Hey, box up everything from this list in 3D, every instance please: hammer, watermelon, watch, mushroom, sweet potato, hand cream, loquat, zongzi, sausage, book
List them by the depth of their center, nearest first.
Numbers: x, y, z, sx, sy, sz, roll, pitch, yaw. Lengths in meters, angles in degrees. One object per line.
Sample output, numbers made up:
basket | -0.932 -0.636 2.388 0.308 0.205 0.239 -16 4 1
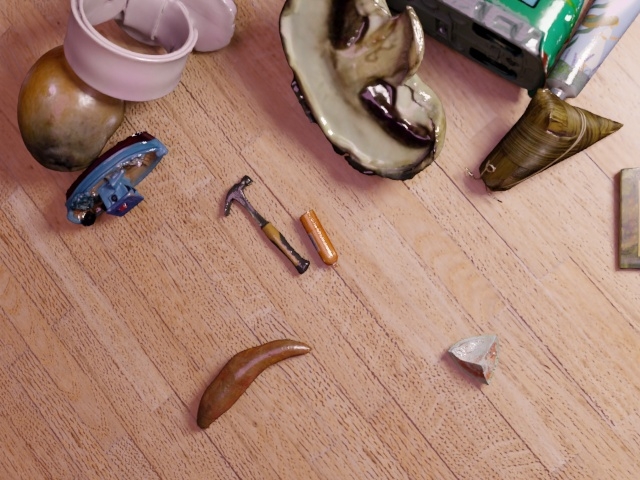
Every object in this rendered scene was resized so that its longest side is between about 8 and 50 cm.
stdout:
book | 0.579 -0.035 1.064 0.228 0.024 0.160 0 93 12
hand cream | 0.430 -0.322 1.088 0.088 0.055 0.256 34 91 6
mushroom | 0.079 -0.267 1.089 0.247 0.130 0.344 -30 103 40
zongzi | 0.359 -0.137 1.103 0.187 0.184 0.084 -52 43 41
watermelon | 0.248 0.190 1.121 0.085 0.061 0.085 0 92 4
watch | -0.282 -0.349 1.142 0.244 0.231 0.196 28 138 -8
sausage | 0.000 0.000 1.195 0.031 0.031 0.107 -30 85 12
sweet potato | -0.136 0.239 1.216 0.255 0.058 0.078 -39 98 8
hammer | -0.094 -0.018 1.221 0.078 0.021 0.201 -43 80 10
loquat | -0.440 -0.232 1.226 0.179 0.179 0.228 27 92 12

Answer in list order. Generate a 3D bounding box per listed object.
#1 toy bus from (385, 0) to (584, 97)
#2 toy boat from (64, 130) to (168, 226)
toy bus | 0.241 -0.395 1.062 0.343 0.183 0.200 34 91 10
toy boat | -0.360 -0.101 1.241 0.223 0.100 0.097 -38 73 13
